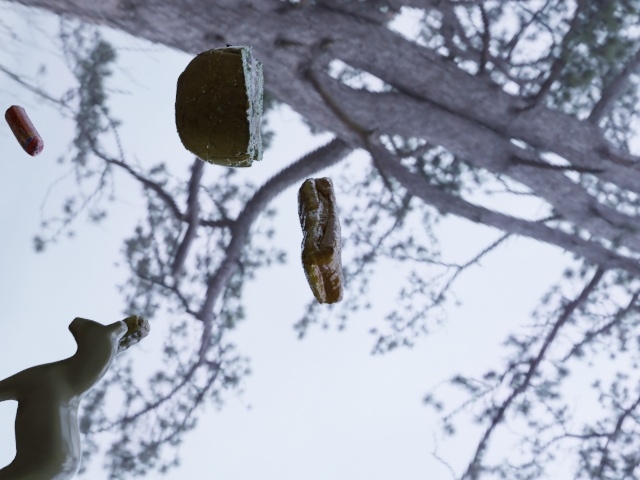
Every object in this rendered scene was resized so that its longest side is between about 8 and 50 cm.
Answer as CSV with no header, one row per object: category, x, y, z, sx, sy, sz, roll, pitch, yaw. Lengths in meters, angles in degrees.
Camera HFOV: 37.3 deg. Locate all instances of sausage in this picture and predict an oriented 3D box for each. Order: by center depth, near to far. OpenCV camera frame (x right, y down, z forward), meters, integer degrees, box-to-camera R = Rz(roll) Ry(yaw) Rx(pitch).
sausage,-0.436,-0.159,1.399,0.034,0.034,0.129,-58,-138,15

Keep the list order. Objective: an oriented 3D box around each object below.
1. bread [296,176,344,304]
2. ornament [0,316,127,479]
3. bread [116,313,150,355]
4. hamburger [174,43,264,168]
bread,0.002,-0.001,1.730,0.271,0.077,0.139,-95,176,-53
ornament,-0.359,0.216,1.240,0.244,0.061,0.230,-20,-126,10
bread,-0.450,0.216,2.215,0.110,0.066,0.060,-33,-179,8
hamburger,-0.243,-0.319,2.242,0.211,0.132,0.309,-4,-94,17
